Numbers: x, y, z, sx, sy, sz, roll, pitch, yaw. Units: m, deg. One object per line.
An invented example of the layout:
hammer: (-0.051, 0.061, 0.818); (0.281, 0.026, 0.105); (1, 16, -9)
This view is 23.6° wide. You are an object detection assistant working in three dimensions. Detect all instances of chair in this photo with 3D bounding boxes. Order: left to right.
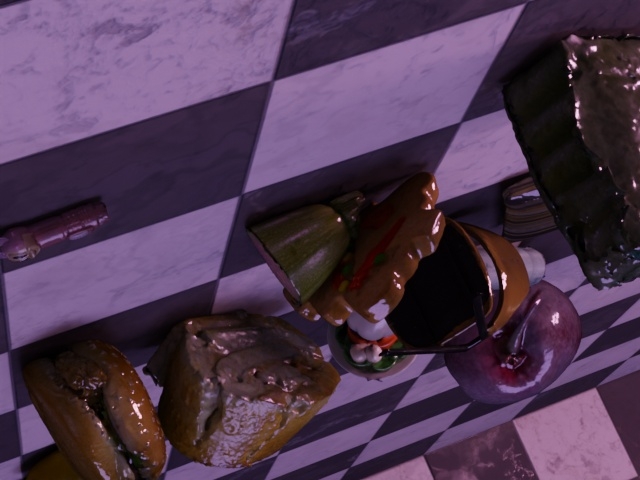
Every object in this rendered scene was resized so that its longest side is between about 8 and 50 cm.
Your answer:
chair: (0.145, 0.046, 1.855); (0.172, 0.159, 0.247); (-30, 162, 13)

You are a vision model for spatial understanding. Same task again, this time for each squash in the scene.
squash: (0.002, -0.005, 1.639); (0.132, 0.105, 0.105); (-34, 165, -8)

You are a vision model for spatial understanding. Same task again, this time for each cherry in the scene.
cherry: (0.290, 0.147, 2.318); (0.213, 0.184, 0.266); (-31, 173, 15)

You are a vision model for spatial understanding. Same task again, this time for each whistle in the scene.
whistle: (0.209, 0.041, 2.096); (0.062, 0.062, 0.312); (-35, 161, 33)

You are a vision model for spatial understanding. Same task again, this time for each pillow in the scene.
pillow: (0.328, -0.062, 1.954); (0.208, 0.052, 0.212); (-21, 161, -1)

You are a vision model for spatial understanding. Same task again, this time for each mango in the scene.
mango: (-0.338, 0.333, 2.212); (0.191, 0.086, 0.122); (-22, 167, -10)

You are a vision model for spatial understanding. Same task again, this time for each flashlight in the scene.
flashlight: (-0.243, -0.005, 1.380); (0.110, 0.031, 0.052); (-21, 163, -10)

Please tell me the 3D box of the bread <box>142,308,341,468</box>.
bread: (-0.091, 0.172, 1.894); (0.257, 0.186, 0.124); (-10, 142, -51)

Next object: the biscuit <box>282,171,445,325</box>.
biscuit: (0.039, 0.020, 1.675); (0.238, 0.212, 0.041); (-24, 123, 40)

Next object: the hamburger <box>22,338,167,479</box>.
hamburger: (-0.250, 0.201, 1.757); (0.122, 0.189, 0.215); (-30, 164, -13)

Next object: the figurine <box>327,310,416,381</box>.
figurine: (0.073, 0.099, 2.011); (0.132, 0.132, 0.154); (-21, 152, -11)

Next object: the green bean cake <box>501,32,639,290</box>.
green bean cake: (0.321, -0.083, 1.545); (0.255, 0.241, 0.132); (-10, 163, -41)
